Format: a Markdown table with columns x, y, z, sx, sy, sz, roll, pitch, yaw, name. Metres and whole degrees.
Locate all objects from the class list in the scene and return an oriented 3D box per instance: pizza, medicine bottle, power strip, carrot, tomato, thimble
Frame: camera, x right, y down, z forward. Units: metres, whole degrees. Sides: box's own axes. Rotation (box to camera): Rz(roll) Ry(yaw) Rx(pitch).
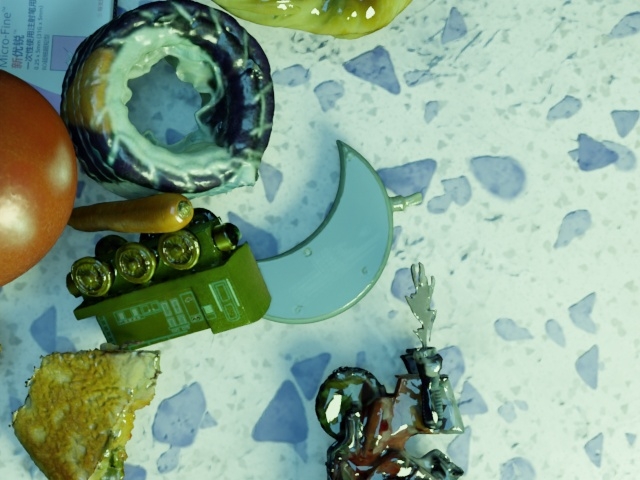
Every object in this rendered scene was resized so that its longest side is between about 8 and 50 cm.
| x | y | z | sx | sy | sz | roll | pitch | yaw | name |
| --- | --- | --- | --- | --- | --- | --- | --- | --- | --- |
| -0.262 | 0.185 | 1.787 | 0.147 | 0.069 | 0.226 | 30 | 111 | 15 | pizza |
| -0.324 | -0.220 | 1.833 | 0.171 | 0.052 | 0.201 | 4 | 86 | -1 | medicine bottle |
| 0.000 | 0.000 | 1.825 | 0.253 | 0.054 | 0.167 | -36 | 91 | -2 | power strip |
| -0.217 | -0.028 | 1.750 | 0.043 | 0.248 | 0.043 | 1 | 88 | -38 | carrot |
| -0.385 | -0.063 | 1.693 | 0.224 | 0.256 | 0.256 | 40 | 87 | -28 | tomato |
| -0.167 | -0.146 | 1.757 | 0.237 | 0.150 | 0.237 | 2 | 86 | -24 | thimble |

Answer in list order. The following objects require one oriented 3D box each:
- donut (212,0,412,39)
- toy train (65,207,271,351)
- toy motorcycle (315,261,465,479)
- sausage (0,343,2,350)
| x | y | z | sx | sy | sz | roll | pitch | yaw | name |
| --- | --- | --- | --- | --- | --- | --- | --- | --- | --- |
| -0.008 | -0.393 | 1.770 | 0.360 | 0.170 | 0.360 | 0 | 92 | -11 | donut |
| -0.177 | 0.051 | 1.774 | 0.225 | 0.090 | 0.137 | -17 | 105 | 25 | toy train |
| 0.095 | 0.225 | 1.777 | 0.207 | 0.134 | 0.401 | -1 | 89 | -1 | toy motorcycle |
| -0.567 | -0.005 | 1.779 | 0.501 | 0.123 | 0.136 | 44 | 115 | -1 | sausage |
